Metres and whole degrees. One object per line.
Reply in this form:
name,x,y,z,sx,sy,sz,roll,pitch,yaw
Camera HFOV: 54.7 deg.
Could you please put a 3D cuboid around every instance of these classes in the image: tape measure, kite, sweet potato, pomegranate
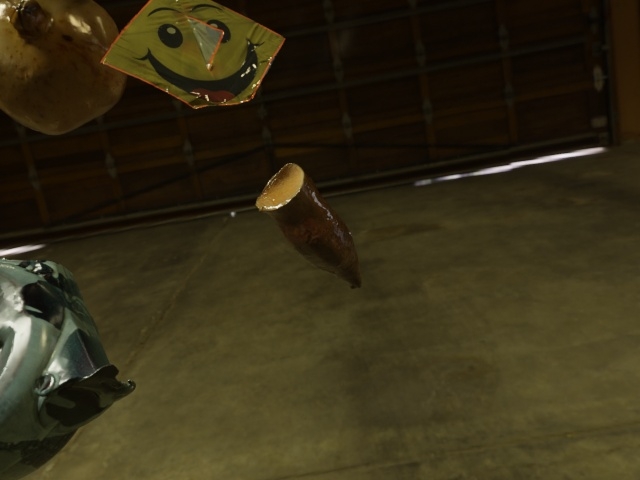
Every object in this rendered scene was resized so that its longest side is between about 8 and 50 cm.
tape measure,-0.388,0.147,0.726,0.275,0.147,0.256,-34,56,-5
kite,-0.245,-0.388,1.203,0.378,0.327,0.013,-14,-21,-24
sweet potato,0.002,-0.002,1.313,0.131,0.336,0.131,-29,29,18
pomegranate,-0.676,-0.465,1.529,0.411,0.409,0.410,-10,13,2
